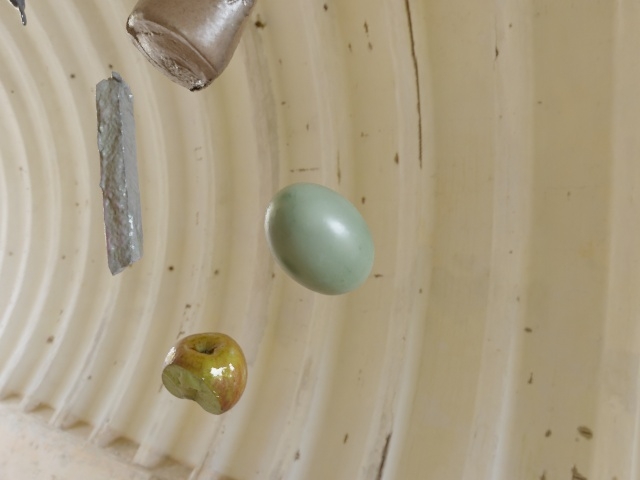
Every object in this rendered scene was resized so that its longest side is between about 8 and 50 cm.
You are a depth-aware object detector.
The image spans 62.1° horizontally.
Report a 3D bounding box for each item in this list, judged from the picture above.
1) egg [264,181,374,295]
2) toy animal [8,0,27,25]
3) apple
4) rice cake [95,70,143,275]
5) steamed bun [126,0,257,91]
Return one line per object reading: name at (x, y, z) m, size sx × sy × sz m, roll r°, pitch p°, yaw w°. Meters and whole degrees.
egg at (0.000, 0.000, 1.123) m, size 0.202 × 0.203 × 0.283 m, roll -3°, pitch -43°, yaw 42°
toy animal at (-0.805, -0.707, 1.257) m, size 0.081 × 0.206 × 0.367 m, roll -26°, pitch -53°, yaw 5°
apple at (-0.251, 0.293, 1.177) m, size 0.195 × 0.160 × 0.173 m, roll 17°, pitch -65°, yaw 25°
rice cake at (-0.266, -0.088, 0.703) m, size 0.048 × 0.270 × 0.055 m, roll -8°, pitch -6°, yaw 9°
steamed bun at (-0.262, -0.446, 1.053) m, size 0.199 × 0.252 × 0.301 m, roll 29°, pitch -8°, yaw -26°
